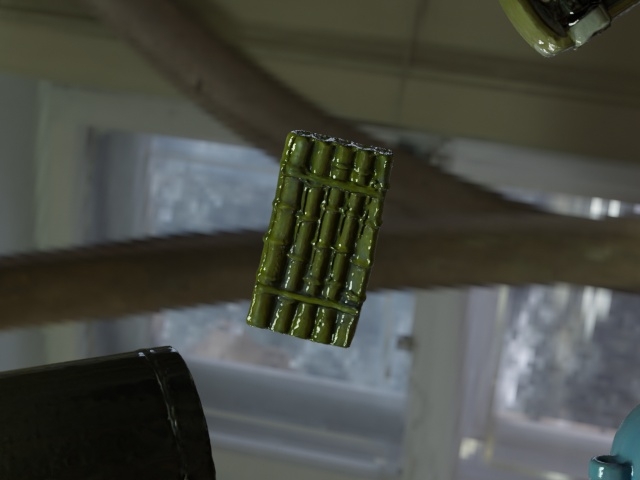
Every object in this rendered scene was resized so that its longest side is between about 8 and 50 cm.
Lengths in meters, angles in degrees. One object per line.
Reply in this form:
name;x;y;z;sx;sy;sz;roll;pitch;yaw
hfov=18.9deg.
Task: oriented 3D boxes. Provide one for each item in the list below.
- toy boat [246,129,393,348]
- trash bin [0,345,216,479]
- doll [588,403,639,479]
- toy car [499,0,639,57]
toy boat;0.000;0.000;1.061;0.016;0.063;0.115;-67;-11;-73
trash bin;-0.254;0.206;1.572;0.203;0.302;0.252;110;147;-53
doll;0.359;0.189;1.538;0.177;0.314;0.141;-148;65;-72
toy car;0.240;-0.236;1.616;0.257;0.101;0.124;-34;0;-27
